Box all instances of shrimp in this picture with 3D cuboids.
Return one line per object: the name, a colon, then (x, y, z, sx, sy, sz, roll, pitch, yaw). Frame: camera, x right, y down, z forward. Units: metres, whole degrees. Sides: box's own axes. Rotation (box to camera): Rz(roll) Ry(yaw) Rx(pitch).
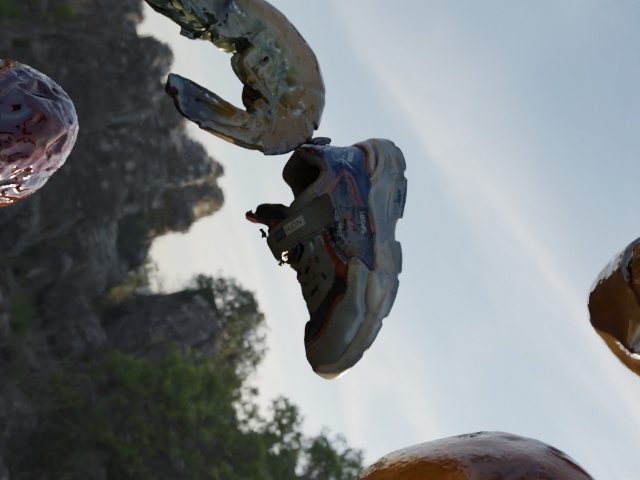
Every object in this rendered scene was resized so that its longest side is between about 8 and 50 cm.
shrimp: (-0.112, -0.173, 0.762, 0.058, 0.296, 0.169, -35, -146, 39)

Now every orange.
orange: (0.127, 0.274, 0.778, 0.261, 0.261, 0.261, 166, -90, -79)

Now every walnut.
walnut: (0.450, 0.088, 1.233, 0.203, 0.298, 0.203, 15, -61, 29)

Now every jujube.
jujube: (-0.447, -0.138, 1.272, 0.290, 0.197, 0.197, -48, 132, -63)

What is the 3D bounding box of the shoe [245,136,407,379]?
shoe: (0.000, 0.000, 0.814, 0.099, 0.125, 0.228, -37, -141, 56)
